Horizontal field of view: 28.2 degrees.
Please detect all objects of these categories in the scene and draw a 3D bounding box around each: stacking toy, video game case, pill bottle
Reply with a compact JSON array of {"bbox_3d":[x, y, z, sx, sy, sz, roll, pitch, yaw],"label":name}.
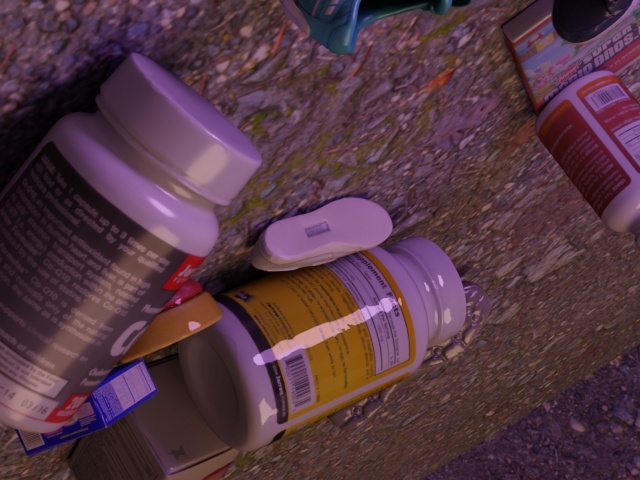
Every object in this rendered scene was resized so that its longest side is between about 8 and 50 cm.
[{"bbox_3d":[-0.277,0.079,1.262,0.309,0.130,0.279,-23,-177,-18],"label":"stacking toy"},{"bbox_3d":[0.317,-0.242,1.464,0.204,0.025,0.285,-36,159,6],"label":"video game case"},{"bbox_3d":[0.364,-0.089,1.530,0.121,0.216,0.121,-29,159,-12],"label":"pill bottle"},{"bbox_3d":[0.008,0.113,1.567,0.334,0.188,0.188,-21,156,-30],"label":"pill bottle"},{"bbox_3d":[-0.186,0.001,1.027,0.283,0.161,0.161,-49,157,9],"label":"pill bottle"}]

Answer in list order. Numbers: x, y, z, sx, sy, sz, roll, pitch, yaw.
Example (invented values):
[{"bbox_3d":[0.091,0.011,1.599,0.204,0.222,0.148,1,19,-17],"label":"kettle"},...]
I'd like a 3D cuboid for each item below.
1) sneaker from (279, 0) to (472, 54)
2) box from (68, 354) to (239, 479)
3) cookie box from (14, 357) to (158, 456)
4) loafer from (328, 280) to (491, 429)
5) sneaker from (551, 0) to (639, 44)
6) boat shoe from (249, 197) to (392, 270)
[{"bbox_3d":[0.095,-0.234,1.036,0.275,0.110,0.107,-29,159,-13],"label":"sneaker"},{"bbox_3d":[-0.216,0.275,1.653,0.127,0.148,0.232,-17,154,-37],"label":"box"},{"bbox_3d":[-0.215,0.151,1.174,0.092,0.040,0.107,-21,-177,20],"label":"cookie box"},{"bbox_3d":[0.130,0.170,2.019,0.319,0.112,0.111,-37,-165,7],"label":"loafer"},{"bbox_3d":[0.276,-0.282,1.205,0.226,0.086,0.163,-55,163,25],"label":"sneaker"},{"bbox_3d":[0.000,0.000,1.488,0.184,0.066,0.063,-21,170,-36],"label":"boat shoe"}]
